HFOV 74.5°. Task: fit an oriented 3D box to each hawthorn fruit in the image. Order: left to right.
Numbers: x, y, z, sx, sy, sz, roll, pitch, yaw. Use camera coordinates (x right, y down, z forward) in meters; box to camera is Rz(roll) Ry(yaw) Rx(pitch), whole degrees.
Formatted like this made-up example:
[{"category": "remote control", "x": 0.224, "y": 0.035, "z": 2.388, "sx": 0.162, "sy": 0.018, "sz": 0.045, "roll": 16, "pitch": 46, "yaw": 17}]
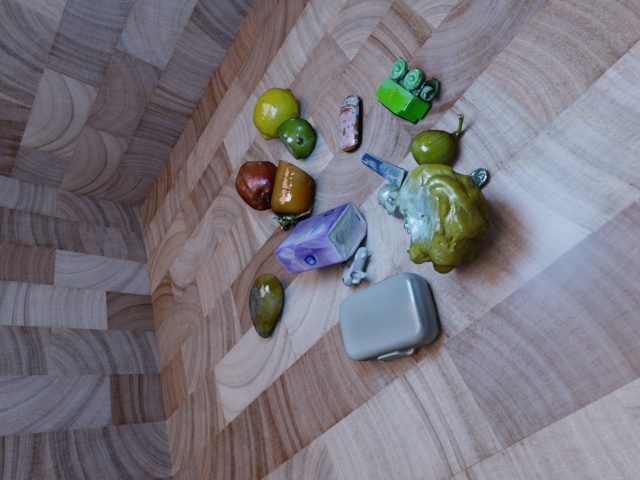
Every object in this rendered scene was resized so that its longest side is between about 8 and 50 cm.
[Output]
[{"category": "hawthorn fruit", "x": -0.304, "y": -0.266, "z": 2.146, "sx": 0.254, "sy": 0.254, "sz": 0.300, "roll": -52, "pitch": 34, "yaw": 25}]

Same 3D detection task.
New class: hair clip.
[{"category": "hair clip", "x": 0.462, "y": -0.162, "z": 1.416, "sx": 0.229, "sy": 0.036, "sz": 0.066, "roll": -36, "pitch": 58, "yaw": 29}]

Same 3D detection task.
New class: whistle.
[{"category": "whistle", "x": 0.289, "y": -0.141, "z": 1.557, "sx": 0.253, "sy": 0.105, "sz": 0.102, "roll": -132, "pitch": 34, "yaw": -52}]

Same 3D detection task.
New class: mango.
[{"category": "mango", "x": -0.264, "y": 0.314, "z": 2.032, "sx": 0.192, "sy": 0.146, "sz": 0.316, "roll": 17, "pitch": 106, "yaw": 51}]

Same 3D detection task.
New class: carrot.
[{"category": "carrot", "x": -0.127, "y": -0.197, "z": 1.979, "sx": 0.193, "sy": 0.214, "sz": 0.331, "roll": 120, "pitch": 162, "yaw": -81}]

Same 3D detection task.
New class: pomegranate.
[{"category": "pomegranate", "x": -0.103, "y": -0.502, "z": 2.082, "sx": 0.159, "sy": 0.241, "sz": 0.190, "roll": -36, "pitch": 71, "yaw": -7}]

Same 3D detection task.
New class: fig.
[{"category": "fig", "x": 0.407, "y": -0.333, "z": 1.469, "sx": 0.186, "sy": 0.148, "sz": 0.142, "roll": -35, "pitch": 26, "yaw": -10}]

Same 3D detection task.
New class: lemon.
[{"category": "lemon", "x": -0.235, "y": -0.663, "z": 2.207, "sx": 0.233, "sy": 0.233, "sz": 0.288, "roll": 45, "pitch": 116, "yaw": 45}]

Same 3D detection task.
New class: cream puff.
[{"category": "cream puff", "x": 0.399, "y": -0.078, "z": 1.278, "sx": 0.274, "sy": 0.269, "sz": 0.323, "roll": -37, "pitch": 61, "yaw": 59}]

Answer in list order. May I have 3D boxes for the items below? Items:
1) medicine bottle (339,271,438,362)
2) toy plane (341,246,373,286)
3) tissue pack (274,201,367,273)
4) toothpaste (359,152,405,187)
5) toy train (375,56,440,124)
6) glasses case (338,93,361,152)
[{"category": "medicine bottle", "x": 0.226, "y": 0.276, "z": 1.490, "sx": 0.375, "sy": 0.123, "sz": 0.282, "roll": -30, "pitch": 59, "yaw": 39}, {"category": "toy plane", "x": 0.141, "y": 0.105, "z": 1.671, "sx": 0.174, "sy": 0.080, "sz": 0.174, "roll": -47, "pitch": 33, "yaw": 43}, {"category": "tissue pack", "x": 0.000, "y": 0.000, "z": 1.743, "sx": 0.338, "sy": 0.160, "sz": 0.242, "roll": -19, "pitch": 24, "yaw": 45}, {"category": "toothpaste", "x": 0.243, "y": -0.298, "z": 1.701, "sx": 0.069, "sy": 0.047, "sz": 0.268, "roll": -54, "pitch": 47, "yaw": 6}, {"category": "toy train", "x": 0.331, "y": -0.573, "z": 1.617, "sx": 0.188, "sy": 0.132, "sz": 0.243, "roll": -59, "pitch": 41, "yaw": 25}, {"category": "glasses case", "x": 0.133, "y": -0.521, "z": 1.869, "sx": 0.103, "sy": 0.067, "sz": 0.267, "roll": -13, "pitch": 70, "yaw": 45}]
